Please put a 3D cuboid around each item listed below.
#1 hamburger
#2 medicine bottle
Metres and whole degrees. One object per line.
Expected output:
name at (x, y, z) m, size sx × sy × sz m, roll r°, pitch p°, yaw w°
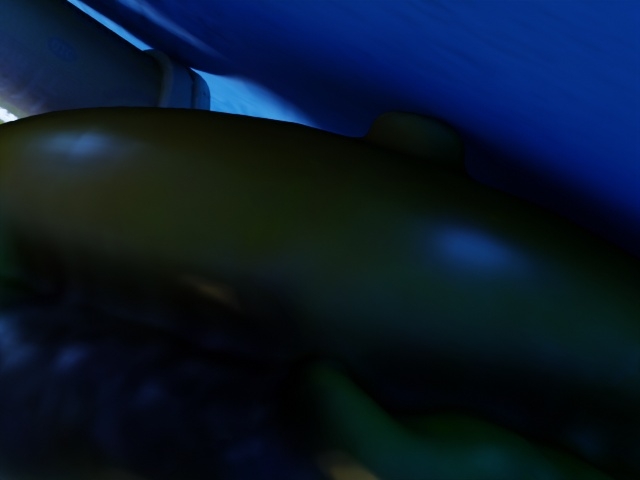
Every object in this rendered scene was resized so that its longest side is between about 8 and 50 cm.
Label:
hamburger at (0.007, 0.111, 0.684) m, size 0.395 × 0.277 × 0.396 m, roll 18°, pitch 164°, yaw 6°
medicine bottle at (-0.148, -0.092, 0.747) m, size 0.218 × 0.074 × 0.074 m, roll 32°, pitch 175°, yaw -36°
